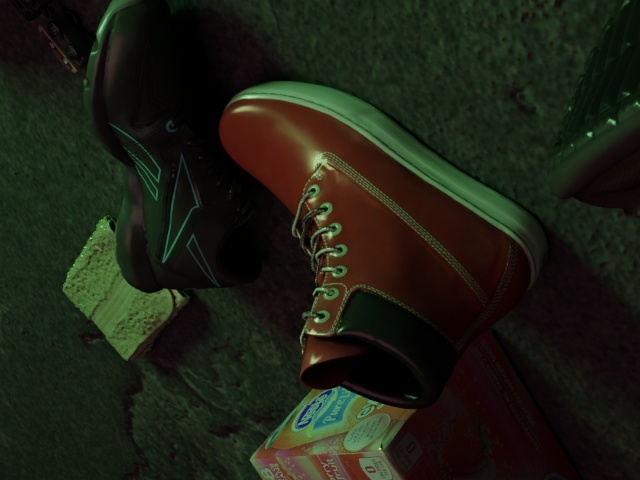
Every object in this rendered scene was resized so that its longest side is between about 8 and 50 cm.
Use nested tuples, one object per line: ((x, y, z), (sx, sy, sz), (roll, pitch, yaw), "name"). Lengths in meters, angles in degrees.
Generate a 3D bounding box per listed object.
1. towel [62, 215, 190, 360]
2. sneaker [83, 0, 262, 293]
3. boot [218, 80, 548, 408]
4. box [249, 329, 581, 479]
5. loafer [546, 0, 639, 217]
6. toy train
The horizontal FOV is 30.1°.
((-0.181, 0.047, 1.082), (0.110, 0.027, 0.148), (46, 142, 2), "towel")
((-0.100, -0.067, 0.872), (0.106, 0.101, 0.267), (10, 135, 14), "sneaker")
((0.000, 0.000, 0.754), (0.244, 0.176, 0.088), (32, 141, 20), "boot")
((0.107, 0.228, 0.884), (0.154, 0.142, 0.300), (-17, 111, 49), "box")
((0.234, -0.088, 0.494), (0.130, 0.134, 0.366), (35, 148, -13), "loafer")
((-0.193, -0.150, 0.918), (0.158, 0.027, 0.036), (50, 145, -4), "toy train")
